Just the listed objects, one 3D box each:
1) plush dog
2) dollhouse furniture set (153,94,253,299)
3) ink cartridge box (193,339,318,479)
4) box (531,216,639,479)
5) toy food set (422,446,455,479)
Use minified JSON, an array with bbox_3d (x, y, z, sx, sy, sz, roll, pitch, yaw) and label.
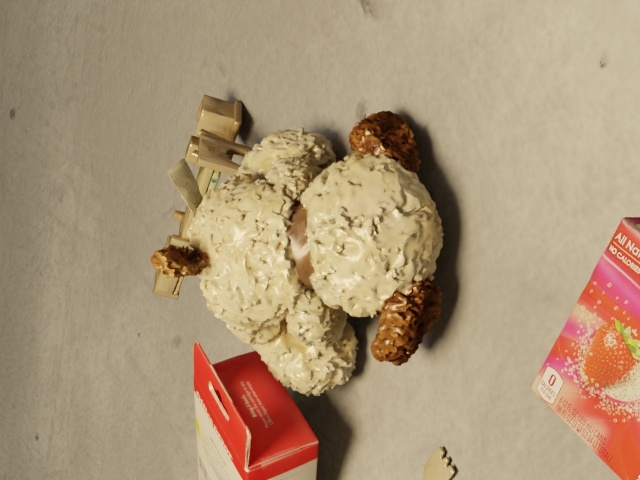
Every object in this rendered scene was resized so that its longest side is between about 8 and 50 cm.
[{"bbox_3d":[0.000,0.000,0.840,0.225,0.210,0.262,-13,78,31],"label":"plush dog"},{"bbox_3d":[-0.112,-0.044,1.092,0.161,0.101,0.182,-96,26,-55],"label":"dollhouse furniture set"},{"bbox_3d":[-0.066,0.208,0.947,0.134,0.078,0.231,51,148,42],"label":"ink cartridge box"},{"bbox_3d":[0.253,0.104,0.504,0.257,0.122,0.128,48,127,44],"label":"box"},{"bbox_3d":[0.108,0.284,0.787,0.192,0.038,0.132,58,134,37],"label":"toy food set"}]
